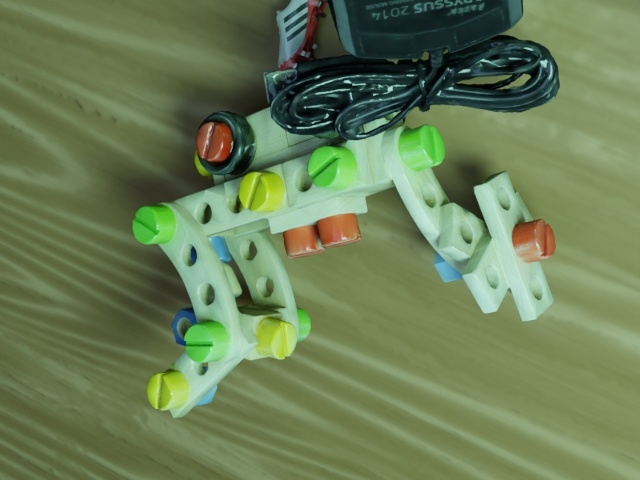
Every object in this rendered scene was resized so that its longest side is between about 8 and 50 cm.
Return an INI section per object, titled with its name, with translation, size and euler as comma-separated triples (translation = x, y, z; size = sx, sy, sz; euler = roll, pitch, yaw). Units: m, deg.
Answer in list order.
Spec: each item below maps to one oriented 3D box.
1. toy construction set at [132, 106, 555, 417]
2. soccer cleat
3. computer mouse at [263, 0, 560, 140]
[toy construction set]
translation = 0.000, 0.000, 0.868
size = 0.327, 0.151, 0.215
euler = -14, 82, 23
[soccer cleat]
translation = -0.020, -0.154, 0.880
size = 0.035, 0.029, 0.083
euler = 32, 121, 20
[computer mouse]
translation = 0.046, -0.169, 0.679
size = 0.188, 0.072, 0.272
euler = -6, 148, 4
